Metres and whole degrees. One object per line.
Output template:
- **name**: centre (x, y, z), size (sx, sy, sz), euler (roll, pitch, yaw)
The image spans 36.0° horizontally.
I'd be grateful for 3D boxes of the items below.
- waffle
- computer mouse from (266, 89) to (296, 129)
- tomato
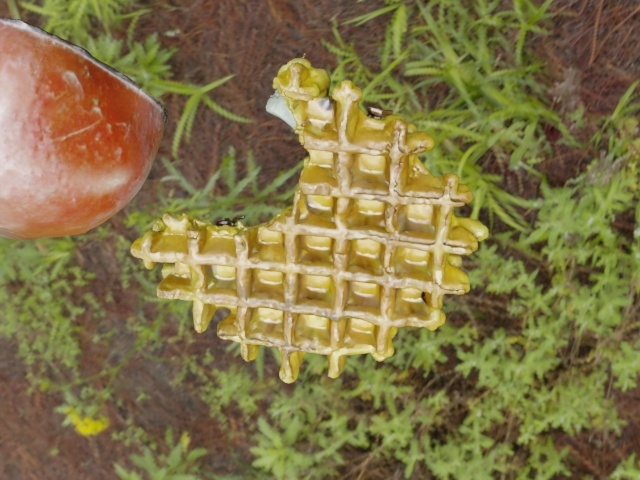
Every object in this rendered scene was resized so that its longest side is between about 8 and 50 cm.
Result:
- **waffle**: centre (0.000, 0.000, 0.866), size (0.260, 0.069, 0.293), euler (40, 121, -15)
- **computer mouse**: centre (-0.043, -0.194, 1.387), size (0.056, 0.032, 0.110), euler (-51, 47, -6)
- **tomato**: centre (-0.246, -0.079, 0.826), size (0.181, 0.214, 0.155), euler (-2, 68, 45)
